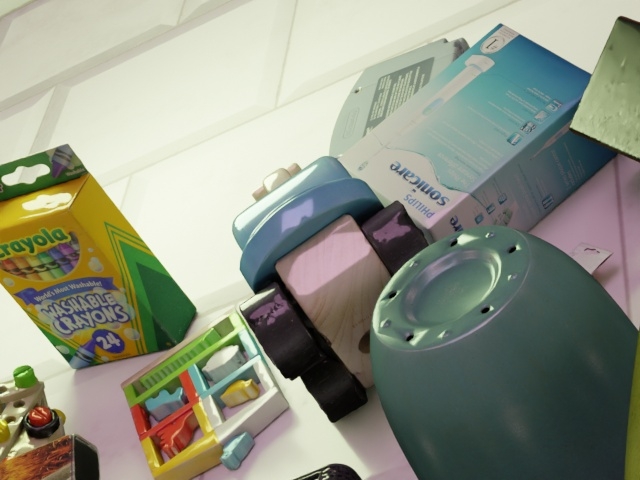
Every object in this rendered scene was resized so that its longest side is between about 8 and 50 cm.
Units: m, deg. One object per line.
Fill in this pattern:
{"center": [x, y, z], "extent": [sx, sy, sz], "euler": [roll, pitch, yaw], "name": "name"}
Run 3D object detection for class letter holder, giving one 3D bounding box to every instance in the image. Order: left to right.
{"center": [0.474, -0.128, 1.978], "extent": [0.302, 0.214, 0.152], "euler": [36, 105, 59], "name": "letter holder"}

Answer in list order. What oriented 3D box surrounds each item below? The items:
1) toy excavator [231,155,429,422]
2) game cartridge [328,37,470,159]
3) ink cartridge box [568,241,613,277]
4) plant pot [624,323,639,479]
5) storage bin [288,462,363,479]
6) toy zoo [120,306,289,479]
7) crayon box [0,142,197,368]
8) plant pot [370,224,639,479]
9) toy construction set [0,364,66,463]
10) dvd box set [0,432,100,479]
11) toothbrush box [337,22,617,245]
{"center": [0.000, 0.000, 2.136], "extent": [0.222, 0.433, 0.445], "euler": [-34, 57, 2], "name": "toy excavator"}
{"center": [0.112, -0.175, 2.491], "extent": [0.198, 0.062, 0.297], "euler": [-23, 31, 29], "name": "game cartridge"}
{"center": [0.289, 0.054, 1.992], "extent": [0.115, 0.029, 0.063], "euler": [-42, 29, -15], "name": "ink cartridge box"}
{"center": [0.409, 0.164, 1.428], "extent": [0.366, 0.366, 0.353], "euler": [-3, 54, 44], "name": "plant pot"}
{"center": [0.015, 0.324, 1.717], "extent": [0.122, 0.180, 0.084], "euler": [-24, 32, 19], "name": "storage bin"}
{"center": [-0.149, 0.210, 2.210], "extent": [0.192, 0.030, 0.293], "euler": [-34, 29, 1], "name": "toy zoo"}
{"center": [-0.346, 0.030, 2.379], "extent": [0.203, 0.323, 0.083], "euler": [-14, 35, 33], "name": "crayon box"}
{"center": [0.188, 0.128, 1.776], "extent": [0.293, 0.235, 0.293], "euler": [-25, 31, 16], "name": "plant pot"}
{"center": [-0.458, 0.292, 2.284], "extent": [0.215, 0.151, 0.328], "euler": [4, 50, 14], "name": "toy construction set"}
{"center": [-0.447, 0.438, 2.057], "extent": [0.420, 0.062, 0.308], "euler": [-23, 50, 20], "name": "dvd box set"}
{"center": [0.204, -0.112, 2.188], "extent": [0.295, 0.126, 0.216], "euler": [-40, 42, -11], "name": "toothbrush box"}
